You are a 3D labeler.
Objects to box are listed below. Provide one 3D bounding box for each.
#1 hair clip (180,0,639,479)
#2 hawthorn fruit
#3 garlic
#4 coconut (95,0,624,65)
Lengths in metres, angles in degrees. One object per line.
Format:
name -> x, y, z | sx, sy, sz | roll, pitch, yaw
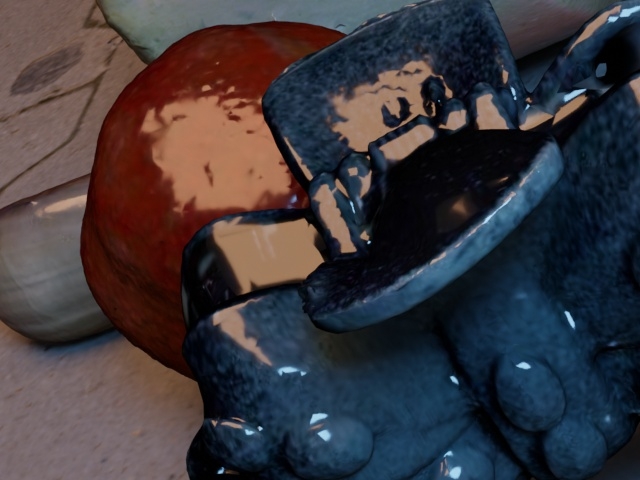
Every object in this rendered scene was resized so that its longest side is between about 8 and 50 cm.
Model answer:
hair clip -> 0.072, 0.028, 0.646 | 0.310, 0.206, 0.194 | -29, 29, 9
hawthorn fruit -> 0.000, 0.000, 0.816 | 0.189, 0.189, 0.251 | -44, 50, -17
garlic -> -0.117, -0.012, 1.022 | 0.198, 0.090, 0.128 | -26, 18, 23
coconut -> 0.039, -0.225, 0.963 | 0.309, 0.297, 0.297 | -22, 32, 23
